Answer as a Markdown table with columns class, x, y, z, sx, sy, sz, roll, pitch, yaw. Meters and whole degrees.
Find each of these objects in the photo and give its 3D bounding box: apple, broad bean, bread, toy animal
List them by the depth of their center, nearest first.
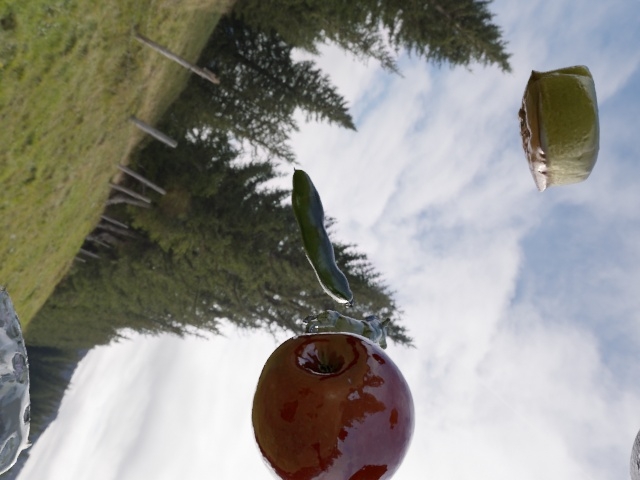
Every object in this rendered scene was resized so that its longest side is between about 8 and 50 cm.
| class | x | y | z | sx | sy | sz | roll | pitch | yaw |
| --- | --- | --- | --- | --- | --- | --- | --- | --- | --- |
| apple | 0.015 | 0.266 | 0.698 | 0.260 | 0.261 | 0.216 | -122 | -158 | -65 |
| broad bean | -0.002 | 0.002 | 0.714 | 0.047 | 0.254 | 0.065 | -12 | -168 | 42 |
| toy animal | 0.062 | 0.196 | 0.933 | 0.073 | 0.217 | 0.176 | -60 | -170 | 29 |
| bread | 0.518 | -0.245 | 0.966 | 0.148 | 0.270 | 0.269 | -4 | -128 | 25 |

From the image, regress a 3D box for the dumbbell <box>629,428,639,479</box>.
| class | x | y | z | sx | sy | sz | roll | pitch | yaw |
| --- | --- | --- | --- | --- | --- | --- | --- | --- | --- |
| dumbbell | 0.517 | 0.312 | 0.554 | 0.191 | 0.100 | 0.100 | 18 | -105 | 23 |

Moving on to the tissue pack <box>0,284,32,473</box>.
| class | x | y | z | sx | sy | sz | roll | pitch | yaw |
| --- | --- | --- | --- | --- | --- | --- | --- | --- | --- |
| tissue pack | -0.413 | 0.144 | 0.441 | 0.090 | 0.222 | 0.186 | -28 | 113 | -77 |
